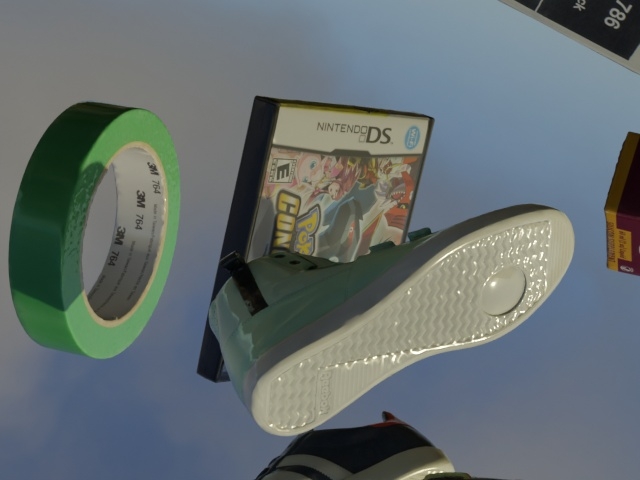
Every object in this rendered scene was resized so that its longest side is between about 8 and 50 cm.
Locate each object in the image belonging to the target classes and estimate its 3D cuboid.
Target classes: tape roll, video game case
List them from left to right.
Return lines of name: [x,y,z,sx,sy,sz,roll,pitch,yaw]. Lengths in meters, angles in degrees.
tape roll: [-0.279,-0.013,1.937,0.077,0.321,0.321,11,-170,18]
video game case: [0.000,0.000,1.518,0.035,0.275,0.248,21,-166,38]

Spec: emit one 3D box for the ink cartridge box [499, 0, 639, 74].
ink cartridge box: [0.169,-0.150,0.719,0.332,0.065,0.165,28,-129,3]

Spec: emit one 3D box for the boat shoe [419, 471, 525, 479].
boat shoe: [0.194,0.260,1.314,0.324,0.117,0.096,0,-152,36]

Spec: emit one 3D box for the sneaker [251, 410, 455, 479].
sneaker: [-0.037,0.280,1.624,0.350,0.131,0.148,-16,-145,-19]

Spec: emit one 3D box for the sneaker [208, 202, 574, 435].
sneaker: [0.040,0.022,1.065,0.255,0.094,0.151,-26,-146,-10]

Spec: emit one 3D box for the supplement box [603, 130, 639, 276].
supplement box: [0.331,-0.013,1.237,0.188,0.081,0.104,13,155,19]
